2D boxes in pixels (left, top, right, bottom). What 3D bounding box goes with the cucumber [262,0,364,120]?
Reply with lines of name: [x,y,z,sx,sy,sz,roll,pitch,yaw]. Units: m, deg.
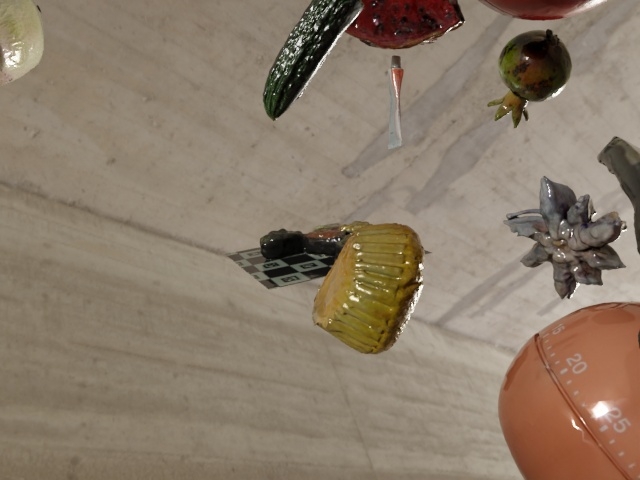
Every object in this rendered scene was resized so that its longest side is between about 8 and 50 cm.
cucumber: [-0.020,-0.316,0.951,0.077,0.077,0.265,22,-63,-40]

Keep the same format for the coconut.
coconut: [-0.652,-0.388,1.092,0.227,0.230,0.227,10,-55,15]

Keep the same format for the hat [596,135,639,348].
hat: [0.386,0.036,0.384,0.382,0.366,0.257,34,-46,-30]

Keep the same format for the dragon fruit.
dragon fruit: [0.200,-0.587,1.347,0.302,0.330,0.240,24,-47,-1]

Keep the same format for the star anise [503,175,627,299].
star anise: [0.418,-0.005,0.990,0.093,0.229,0.236,-32,7,-25]

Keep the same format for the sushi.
sushi: [0.000,0.000,1.275,0.359,0.343,0.064,-12,-76,-20]

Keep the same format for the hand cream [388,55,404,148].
hand cream: [0.178,-0.327,1.381,0.038,0.216,0.052,0,2,8]

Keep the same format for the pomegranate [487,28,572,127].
pomegranate: [0.442,-0.348,1.265,0.156,0.156,0.220,9,-52,-33]

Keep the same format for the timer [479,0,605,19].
timer: [0.398,-0.574,0.997,0.378,0.279,0.377,0,-74,2]

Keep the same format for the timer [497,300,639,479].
timer: [0.308,0.180,0.598,0.215,0.229,0.230,-38,-42,24]

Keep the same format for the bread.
bread: [0.086,0.074,1.009,0.139,0.240,0.240,22,-53,-9]
